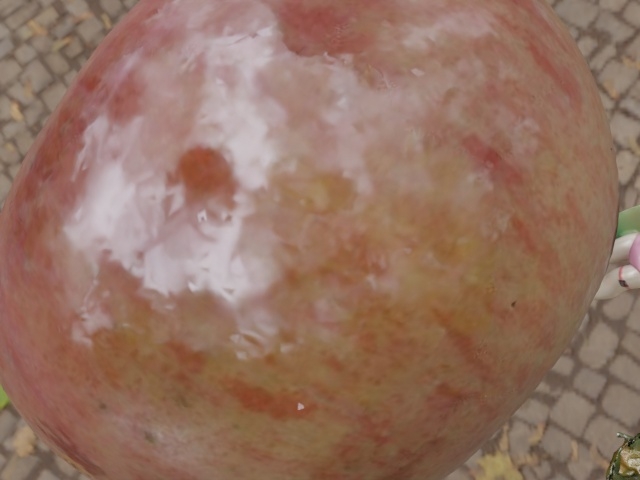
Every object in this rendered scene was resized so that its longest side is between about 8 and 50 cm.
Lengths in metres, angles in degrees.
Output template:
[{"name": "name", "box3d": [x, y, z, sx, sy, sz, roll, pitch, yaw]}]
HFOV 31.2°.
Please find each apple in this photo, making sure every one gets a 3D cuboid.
[{"name": "apple", "box3d": [0.000, 0.000, 0.616, 0.269, 0.345, 0.345, 35, 75, 7]}]

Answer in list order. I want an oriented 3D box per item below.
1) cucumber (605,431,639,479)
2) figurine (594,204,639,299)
[{"name": "cucumber", "box3d": [0.139, 0.142, 0.352, 0.053, 0.053, 0.181, -30, 83, -1]}, {"name": "figurine", "box3d": [0.276, 0.006, 0.890, 0.187, 0.083, 0.083, -23, 52, 42]}]
